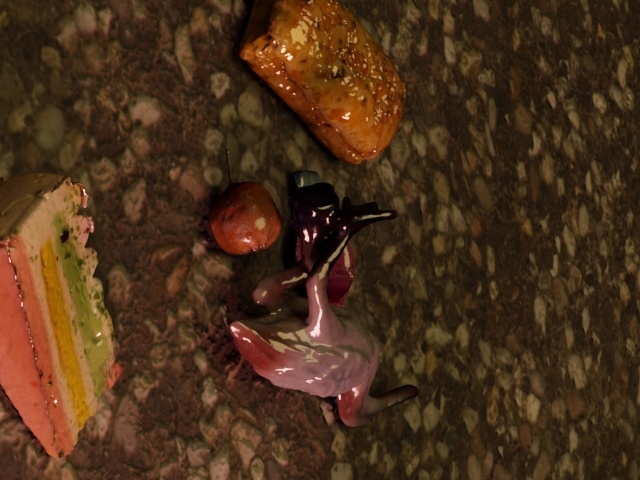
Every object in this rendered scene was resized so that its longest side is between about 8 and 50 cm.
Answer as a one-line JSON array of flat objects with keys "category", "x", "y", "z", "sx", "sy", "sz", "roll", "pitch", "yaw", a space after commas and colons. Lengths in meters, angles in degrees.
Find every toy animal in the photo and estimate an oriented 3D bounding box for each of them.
[{"category": "toy animal", "x": 0.009, "y": 0.100, "z": 1.569, "sx": 0.195, "sy": 0.090, "sz": 0.324, "roll": -35, "pitch": 135, "yaw": -23}]

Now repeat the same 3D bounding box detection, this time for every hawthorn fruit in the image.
[{"category": "hawthorn fruit", "x": -0.077, "y": -0.035, "z": 1.522, "sx": 0.067, "sy": 0.067, "sz": 0.103, "roll": -6, "pitch": 66, "yaw": -56}]

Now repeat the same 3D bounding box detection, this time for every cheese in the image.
[{"category": "cheese", "x": 0.000, "y": 0.000, "z": 1.638, "sx": 0.095, "sy": 0.038, "sz": 0.145, "roll": 1, "pitch": 76, "yaw": -57}]

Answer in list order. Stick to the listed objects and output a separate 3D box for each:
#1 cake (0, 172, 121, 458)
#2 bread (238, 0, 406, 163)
[{"category": "cake", "x": -0.228, "y": 0.054, "z": 1.295, "sx": 0.109, "sy": 0.090, "sz": 0.225, "roll": -58, "pitch": 147, "yaw": -47}, {"category": "bread", "x": 0.006, "y": -0.173, "z": 1.650, "sx": 0.211, "sy": 0.083, "sz": 0.114, "roll": 42, "pitch": 55, "yaw": -41}]
